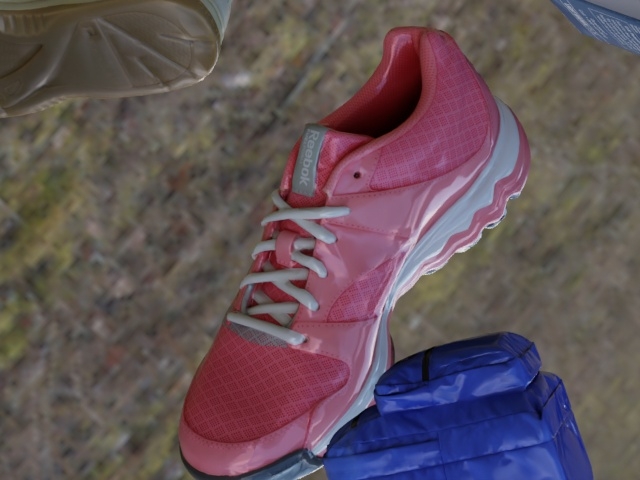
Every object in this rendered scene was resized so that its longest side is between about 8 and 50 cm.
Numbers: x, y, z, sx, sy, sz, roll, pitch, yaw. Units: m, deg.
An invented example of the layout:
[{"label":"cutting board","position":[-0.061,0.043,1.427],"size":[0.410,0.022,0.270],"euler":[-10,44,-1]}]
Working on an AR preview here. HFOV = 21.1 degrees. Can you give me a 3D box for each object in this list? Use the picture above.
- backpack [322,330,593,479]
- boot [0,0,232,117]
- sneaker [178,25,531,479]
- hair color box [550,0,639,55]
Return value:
[{"label":"backpack","position":[0.062,0.103,0.841],"size":[0.120,0.101,0.098],"euler":[-19,175,16]},{"label":"boot","position":[-0.160,-0.181,1.101],"size":[0.203,0.262,0.095],"euler":[-71,148,-41]},{"label":"sneaker","position":[0.000,0.000,1.013],"size":[0.314,0.116,0.136],"euler":[-55,137,-23]},{"label":"hair color box","position":[0.365,-0.212,1.405],"size":[0.105,0.347,0.174],"euler":[34,86,-48]}]
